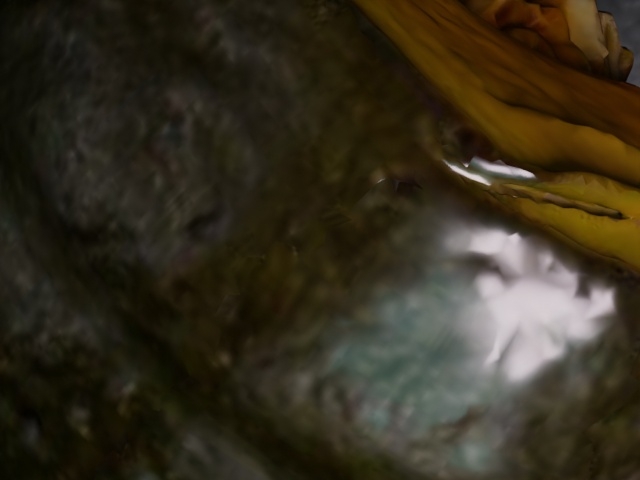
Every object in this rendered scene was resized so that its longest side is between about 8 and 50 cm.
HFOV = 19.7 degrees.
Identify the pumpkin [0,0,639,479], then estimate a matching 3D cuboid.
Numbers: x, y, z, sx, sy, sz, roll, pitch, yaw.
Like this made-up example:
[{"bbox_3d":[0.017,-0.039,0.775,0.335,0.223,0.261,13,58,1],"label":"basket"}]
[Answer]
[{"bbox_3d":[0.000,0.000,0.610,0.303,0.256,0.225,39,119,12],"label":"pumpkin"}]
